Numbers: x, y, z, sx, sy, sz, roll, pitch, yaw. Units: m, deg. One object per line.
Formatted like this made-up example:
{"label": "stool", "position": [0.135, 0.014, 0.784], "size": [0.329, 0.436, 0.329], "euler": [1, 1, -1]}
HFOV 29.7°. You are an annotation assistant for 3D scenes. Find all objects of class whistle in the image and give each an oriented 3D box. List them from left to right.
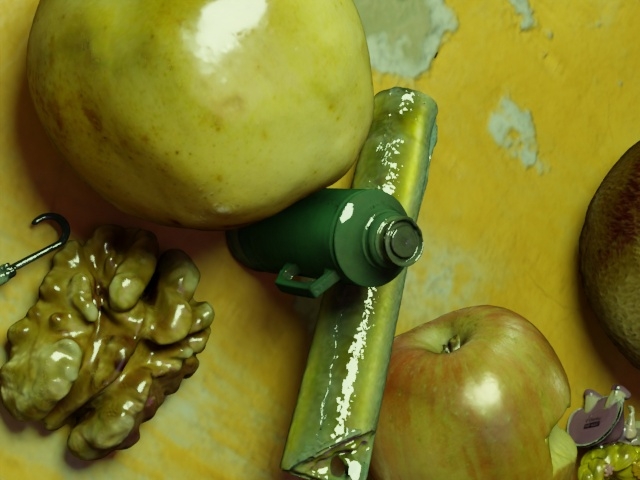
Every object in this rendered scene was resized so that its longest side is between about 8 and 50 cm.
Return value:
{"label": "whistle", "position": [0.038, 0.033, 0.948], "size": [0.068, 0.057, 0.326], "euler": [17, 69, -9]}

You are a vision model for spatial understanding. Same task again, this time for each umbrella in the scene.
{"label": "umbrella", "position": [-0.278, 0.062, 0.812], "size": [0.269, 0.044, 0.044], "euler": [-36, 84, -23]}

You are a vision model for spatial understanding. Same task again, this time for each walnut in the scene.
{"label": "walnut", "position": [-0.146, 0.073, 0.876], "size": [0.143, 0.069, 0.170], "euler": [37, 73, -27]}

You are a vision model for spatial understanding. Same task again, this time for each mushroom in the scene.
{"label": "mushroom", "position": [0.346, 0.009, 1.120], "size": [0.253, 0.153, 0.253], "euler": [-4, 98, -33]}

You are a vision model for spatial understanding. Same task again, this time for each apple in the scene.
{"label": "apple", "position": [0.124, 0.156, 0.988], "size": [0.199, 0.199, 0.199], "euler": [-3, 96, -31]}

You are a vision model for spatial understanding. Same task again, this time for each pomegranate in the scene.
{"label": "pomegranate", "position": [-0.081, -0.112, 0.817], "size": [0.233, 0.233, 0.233], "euler": [-3, 96, -31]}

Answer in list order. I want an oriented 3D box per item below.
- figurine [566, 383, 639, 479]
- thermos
{"label": "figurine", "position": [0.303, 0.224, 1.146], "size": [0.156, 0.095, 0.115], "euler": [40, 62, -24]}
{"label": "thermos", "position": [0.002, -0.005, 0.888], "size": [0.083, 0.188, 0.073], "euler": [-15, 101, -31]}
